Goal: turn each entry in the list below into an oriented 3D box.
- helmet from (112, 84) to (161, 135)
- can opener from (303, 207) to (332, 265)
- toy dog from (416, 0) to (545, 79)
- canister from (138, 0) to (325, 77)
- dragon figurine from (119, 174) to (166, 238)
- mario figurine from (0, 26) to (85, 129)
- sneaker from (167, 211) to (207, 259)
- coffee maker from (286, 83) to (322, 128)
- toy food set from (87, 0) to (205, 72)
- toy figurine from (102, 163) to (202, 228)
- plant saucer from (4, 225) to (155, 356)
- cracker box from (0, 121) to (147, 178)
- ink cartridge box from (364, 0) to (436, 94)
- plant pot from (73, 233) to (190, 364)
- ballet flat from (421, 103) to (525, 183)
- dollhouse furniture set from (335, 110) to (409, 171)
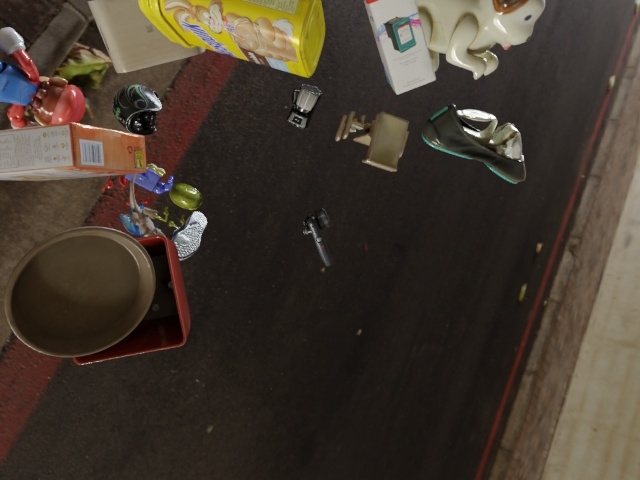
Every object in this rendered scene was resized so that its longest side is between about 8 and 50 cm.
[{"bbox_3d":[-0.652,-0.474,1.762,0.169,0.161,0.169,-25,156,-12],"label":"helmet"},{"bbox_3d":[0.000,0.000,1.324,0.059,0.073,0.186,-97,173,-52],"label":"can opener"},{"bbox_3d":[0.472,-0.693,1.518,0.285,0.408,0.395,-13,106,-51],"label":"toy dog"},{"bbox_3d":[-0.086,-0.238,0.525,0.126,0.170,0.073,-4,111,-85],"label":"canister"},{"bbox_3d":[-0.549,-0.058,1.505,0.085,0.144,0.289,-35,120,-28],"label":"dragon figurine"},{"bbox_3d":[-0.726,-0.368,1.174,0.320,0.198,0.170,19,55,-51],"label":"mario figurine"},{"bbox_3d":[-0.462,0.021,1.610,0.086,0.163,0.226,42,31,-17],"label":"sneaker"},{"bbox_3d":[-0.065,-0.605,2.237,0.171,0.120,0.178,-21,142,-60],"label":"coffee maker"},{"bbox_3d":[-0.550,-0.687,1.589,0.306,0.092,0.219,-19,122,-10],"label":"toy food set"},{"bbox_3d":[-0.627,-0.189,1.802,0.363,0.217,0.191,30,84,-9],"label":"toy figurine"},{"bbox_3d":[-0.469,0.099,0.981,0.278,0.041,0.277,-20,121,-36],"label":"plant saucer"},{"bbox_3d":[-0.416,-0.131,0.766,0.156,0.232,0.067,-16,104,-71],"label":"cracker box"},{"bbox_3d":[0.131,-0.397,0.889,0.134,0.078,0.231,-90,159,-63],"label":"ink cartridge box"},{"bbox_3d":[-0.469,0.136,1.263,0.236,0.267,0.267,-144,-136,-88],"label":"plant pot"},{"bbox_3d":[0.328,-0.188,0.960,0.280,0.095,0.096,14,131,-30],"label":"ballet flat"},{"bbox_3d":[0.178,-0.318,1.644,0.212,0.242,0.161,15,91,-17],"label":"dollhouse furniture set"}]
